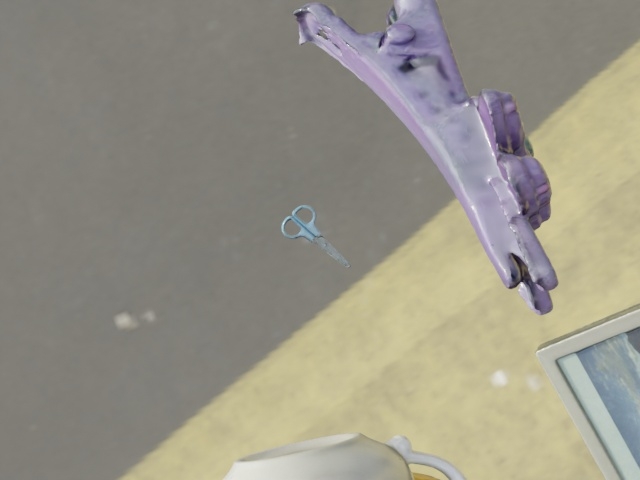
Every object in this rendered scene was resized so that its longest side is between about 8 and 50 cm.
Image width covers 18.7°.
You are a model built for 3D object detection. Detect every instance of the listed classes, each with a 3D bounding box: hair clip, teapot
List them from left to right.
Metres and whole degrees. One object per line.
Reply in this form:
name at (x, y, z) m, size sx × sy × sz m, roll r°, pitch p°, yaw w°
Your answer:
teapot at (0.012, 0.273, 1.955) m, size 0.208 × 0.300 × 0.165 m, roll 124°, pitch 142°, yaw -72°
hair clip at (0.096, -0.082, 1.340) m, size 0.278 × 0.090 × 0.137 m, roll 52°, pitch 165°, yaw 18°

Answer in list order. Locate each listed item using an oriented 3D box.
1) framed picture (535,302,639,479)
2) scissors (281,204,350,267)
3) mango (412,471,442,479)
framed picture at (0.238, 0.123, 1.150) m, size 0.150 × 0.015 × 0.203 m, roll -25°, pitch 100°, yaw 28°
scissors at (0.000, 0.000, 1.769) m, size 0.036 × 0.083 × 0.006 m, roll -46°, pitch 29°, yaw 6°
mango at (0.017, 0.350, 2.139) m, size 0.187 × 0.359 × 0.144 m, roll 38°, pitch 137°, yaw 54°
